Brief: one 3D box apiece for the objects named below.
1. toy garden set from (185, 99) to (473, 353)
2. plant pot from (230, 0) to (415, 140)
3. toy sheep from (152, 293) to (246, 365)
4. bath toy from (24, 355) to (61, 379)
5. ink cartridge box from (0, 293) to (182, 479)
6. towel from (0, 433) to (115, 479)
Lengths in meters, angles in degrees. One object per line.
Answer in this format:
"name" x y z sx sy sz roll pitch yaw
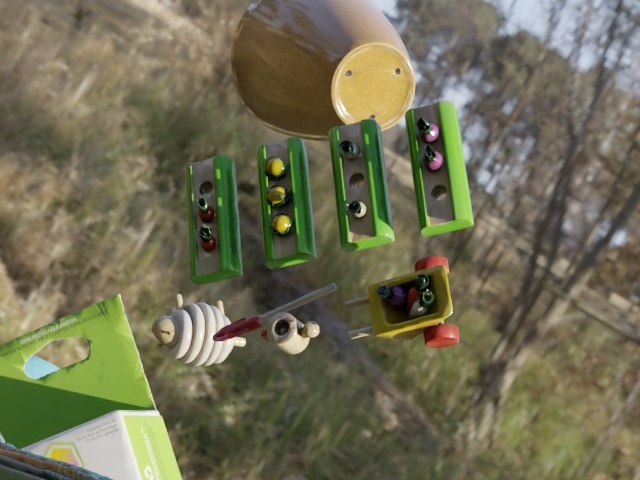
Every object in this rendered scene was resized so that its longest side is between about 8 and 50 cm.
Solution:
"toy garden set" 0.000 0.000 1.045 0.244 0.204 0.049 -13 -24 17
"plant pot" 0.025 -0.233 1.763 0.237 0.237 0.254 31 3 -25
"toy sheep" -0.155 0.120 1.661 0.132 0.091 0.091 8 11 -27
"bath toy" -0.453 0.319 1.890 0.151 0.348 0.129 22 42 9
"ink cartridge box" -0.259 0.201 1.287 0.255 0.188 0.097 70 14 12
"towel" -0.131 0.296 0.972 0.040 0.271 0.370 -27 20 -37
